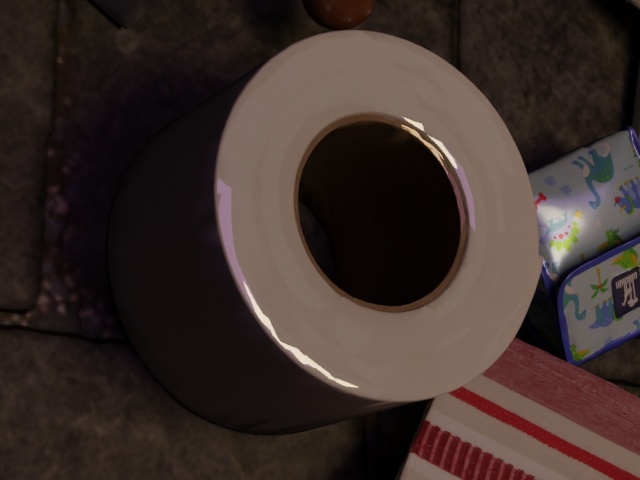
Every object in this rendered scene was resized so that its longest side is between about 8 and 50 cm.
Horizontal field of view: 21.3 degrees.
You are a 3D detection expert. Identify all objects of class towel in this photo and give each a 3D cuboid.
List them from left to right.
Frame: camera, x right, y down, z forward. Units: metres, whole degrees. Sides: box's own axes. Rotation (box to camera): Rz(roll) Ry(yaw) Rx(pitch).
[{"bbox_3d":[0.157,0.207,1.144,0.237,0.037,0.329,27,41,4],"label":"towel"}]

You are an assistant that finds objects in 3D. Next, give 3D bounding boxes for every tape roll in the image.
[{"bbox_3d":[0.000,0.000,1.138,0.246,0.169,0.246,9,73,-30],"label":"tape roll"}]

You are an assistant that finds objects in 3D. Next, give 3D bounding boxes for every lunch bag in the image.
[{"bbox_3d":[0.204,0.008,1.294,0.129,0.096,0.151,-24,91,-19],"label":"lunch bag"}]

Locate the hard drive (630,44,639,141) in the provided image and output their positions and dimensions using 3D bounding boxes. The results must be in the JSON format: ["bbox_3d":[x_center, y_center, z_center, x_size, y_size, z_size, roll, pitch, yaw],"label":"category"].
[{"bbox_3d":[0.359,-0.060,1.406,0.210,0.040,0.318,12,70,-5],"label":"hard drive"}]

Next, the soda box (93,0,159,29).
[{"bbox_3d":[-0.078,-0.244,1.085,0.091,0.286,0.098,40,60,-14],"label":"soda box"}]

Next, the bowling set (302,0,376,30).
[{"bbox_3d":[0.012,-0.254,1.250,0.287,0.154,0.199,33,81,-21],"label":"bowling set"}]

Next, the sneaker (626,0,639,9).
[{"bbox_3d":[0.325,-0.182,1.384,0.290,0.123,0.106,66,20,5],"label":"sneaker"}]
